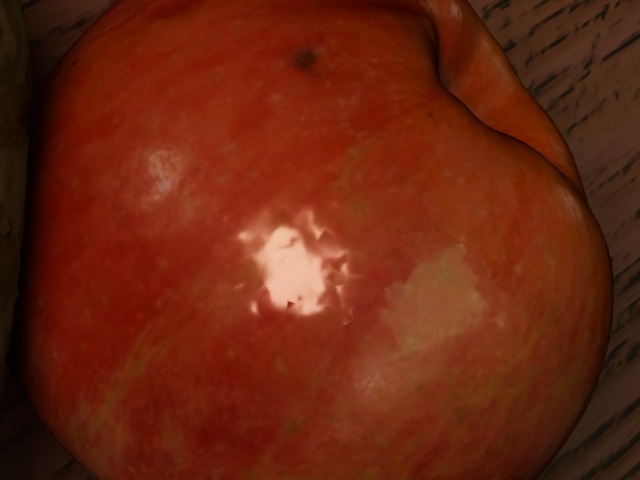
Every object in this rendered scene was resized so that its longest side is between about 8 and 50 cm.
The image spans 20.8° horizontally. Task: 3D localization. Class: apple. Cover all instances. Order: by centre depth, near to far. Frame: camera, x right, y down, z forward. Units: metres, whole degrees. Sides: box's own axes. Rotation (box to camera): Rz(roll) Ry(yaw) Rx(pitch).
[{"bbox_3d":[0.000,0.000,0.550,0.209,0.209,0.164,26,117,-41],"label":"apple"}]

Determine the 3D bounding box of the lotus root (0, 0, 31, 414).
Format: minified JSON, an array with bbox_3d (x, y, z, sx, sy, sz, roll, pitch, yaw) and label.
[{"bbox_3d":[-0.164,0.022,0.437,0.173,0.173,0.309,7,89,-43],"label":"lotus root"}]
